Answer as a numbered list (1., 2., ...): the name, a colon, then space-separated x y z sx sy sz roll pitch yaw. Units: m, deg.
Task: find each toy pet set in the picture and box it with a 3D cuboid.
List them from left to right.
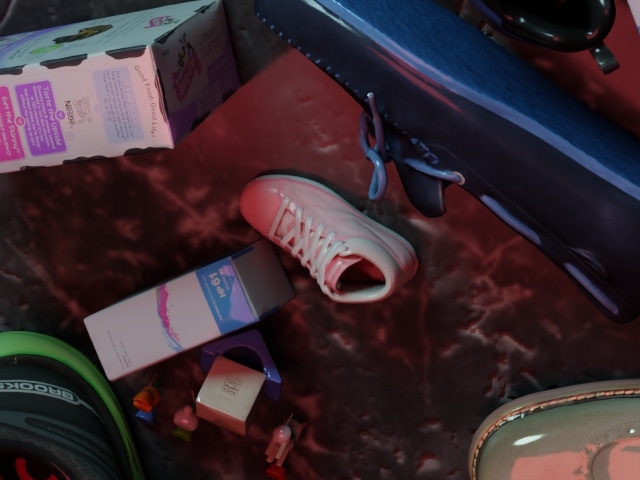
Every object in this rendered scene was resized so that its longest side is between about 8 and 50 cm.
1. toy pet set: -0.068 0.108 1.303 0.122 0.114 0.065 22 67 7

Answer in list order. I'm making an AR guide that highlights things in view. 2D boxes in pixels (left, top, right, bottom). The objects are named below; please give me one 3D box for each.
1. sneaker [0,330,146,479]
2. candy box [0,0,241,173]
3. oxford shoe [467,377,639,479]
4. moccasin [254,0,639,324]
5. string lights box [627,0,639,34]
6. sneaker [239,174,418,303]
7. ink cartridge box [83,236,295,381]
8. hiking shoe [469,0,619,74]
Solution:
1. sneaker: -0.152 0.300 1.302 0.185 0.202 0.482 -33 97 21
2. candy box: -0.170 -0.100 1.198 0.196 0.165 0.070 -8 106 16
3. oxford shoe: 0.288 0.189 1.189 0.397 0.146 0.140 9 110 11
4. moccasin: 0.092 -0.057 1.166 0.342 0.137 0.117 35 116 2
5. string lights box: 0.265 -0.076 1.117 0.077 0.133 0.259 -19 101 19
6. sneaker: 0.000 0.000 1.241 0.134 0.070 0.051 27 114 5
7. ink cartridge box: -0.092 0.048 1.265 0.122 0.088 0.052 -24 92 19
8. hiking shoe: 0.079 -0.233 1.076 0.113 0.132 0.304 -45 111 6
